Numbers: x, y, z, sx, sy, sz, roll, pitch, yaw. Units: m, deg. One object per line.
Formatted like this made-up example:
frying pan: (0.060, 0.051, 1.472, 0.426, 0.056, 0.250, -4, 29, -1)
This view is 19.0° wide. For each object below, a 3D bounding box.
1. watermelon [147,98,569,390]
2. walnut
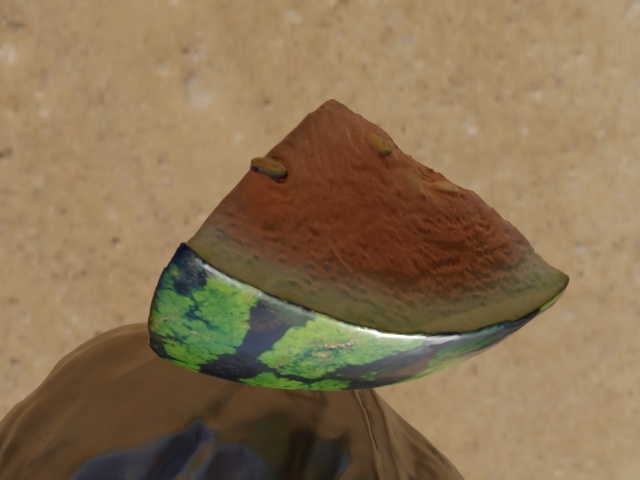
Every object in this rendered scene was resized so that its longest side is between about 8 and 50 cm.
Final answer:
watermelon: (0.000, 0.000, 0.601, 0.125, 0.094, 0.135, 2, 173, 31)
walnut: (-0.055, 0.166, 0.909, 0.273, 0.273, 0.227, 9, -179, -10)
